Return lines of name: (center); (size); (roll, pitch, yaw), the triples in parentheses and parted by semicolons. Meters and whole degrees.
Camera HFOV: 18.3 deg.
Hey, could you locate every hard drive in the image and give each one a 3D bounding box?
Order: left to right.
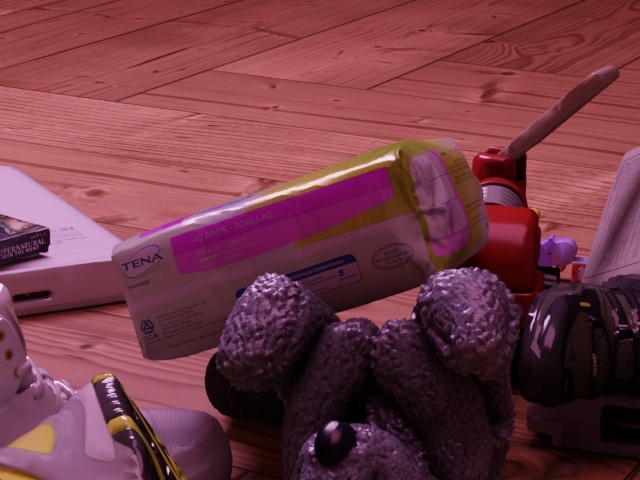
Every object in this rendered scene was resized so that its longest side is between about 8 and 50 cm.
hard drive: (-0.341, 0.000, 1.919); (0.233, 0.047, 0.353); (-8, 20, -27)

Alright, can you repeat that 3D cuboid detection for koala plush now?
koala plush: (0.033, 0.158, 1.258); (0.196, 0.203, 0.221); (-4, 36, 15)

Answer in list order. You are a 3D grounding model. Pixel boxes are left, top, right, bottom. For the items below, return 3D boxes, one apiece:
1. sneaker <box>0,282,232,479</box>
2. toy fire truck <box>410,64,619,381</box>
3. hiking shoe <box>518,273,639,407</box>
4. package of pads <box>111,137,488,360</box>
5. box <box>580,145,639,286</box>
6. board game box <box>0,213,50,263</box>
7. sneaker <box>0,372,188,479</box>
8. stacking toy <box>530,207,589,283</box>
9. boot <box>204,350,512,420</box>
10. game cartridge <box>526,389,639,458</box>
sneaker: (-0.187, 0.110, 1.348); (0.292, 0.169, 0.108); (-8, 17, -33)
toy fire truck: (0.165, -0.022, 1.681); (0.158, 0.246, 0.217); (4, 16, 9)
hiking shoe: (0.233, 0.073, 1.471); (0.114, 0.086, 0.227); (9, 18, 35)
package of pads: (0.000, 0.000, 1.471); (0.229, 0.101, 0.296); (-18, 1, 12)
box: (0.330, -0.013, 1.618); (0.121, 0.148, 0.311); (21, -8, -7)
board game box: (-0.353, 0.006, 1.775); (0.126, 0.026, 0.186); (14, 22, 39)
sneaker: (-0.122, 0.221, 1.105); (0.147, 0.145, 0.384); (-32, 24, -1)
stacking toy: (0.261, 0.016, 1.906); (0.221, 0.052, 0.167); (6, 17, 13)
boot: (0.033, 0.095, 1.583); (0.246, 0.083, 0.161); (5, 11, 6)
game cartridge: (0.324, 0.122, 1.555); (0.297, 0.062, 0.198); (6, 21, 14)
